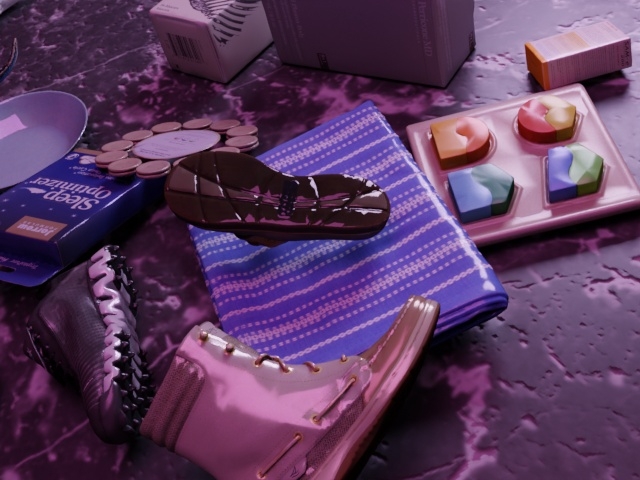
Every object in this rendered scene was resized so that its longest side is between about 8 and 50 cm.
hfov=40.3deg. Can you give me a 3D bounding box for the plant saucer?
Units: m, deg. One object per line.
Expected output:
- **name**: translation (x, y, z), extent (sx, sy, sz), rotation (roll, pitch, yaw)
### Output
- **plant saucer**: translation (-0.373, -0.112, 1.076), extent (0.195, 0.037, 0.195), rotation (-8, 45, 8)

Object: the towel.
- **towel**: translation (0.000, 0.000, 0.829), extent (0.243, 0.040, 0.336), rotation (-26, 44, -1)

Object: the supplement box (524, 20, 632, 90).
- **supplement box**: translation (0.282, -0.203, 0.959), extent (0.099, 0.036, 0.062), rotation (-15, 33, 2)

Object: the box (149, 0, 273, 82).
- **box**: translation (-0.090, -0.332, 1.169), extent (0.113, 0.094, 0.275), rotation (20, 55, 32)

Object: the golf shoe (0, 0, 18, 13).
- **golf shoe**: translation (-0.531, -0.352, 1.359), extent (0.186, 0.067, 0.086), rotation (-35, 75, -21)

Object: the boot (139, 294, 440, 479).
- **boot**: translation (-0.021, 0.101, 0.668), extent (0.165, 0.077, 0.213), rotation (31, 77, 18)

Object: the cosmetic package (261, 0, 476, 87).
- **cosmetic package**: translation (0.057, -0.273, 1.042), extent (0.238, 0.127, 0.107), rotation (16, 52, 32)

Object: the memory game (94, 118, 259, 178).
- **memory game**: translation (-0.159, -0.104, 0.977), extent (0.186, 0.012, 0.186), rotation (-5, 24, 2)

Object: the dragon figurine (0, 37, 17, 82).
- **dragon figurine**: translation (-0.507, -0.171, 1.089), extent (0.289, 0.085, 0.144), rotation (-26, 0, -9)

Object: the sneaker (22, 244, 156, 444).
- **sneaker**: translation (-0.214, 0.101, 0.785), extent (0.106, 0.078, 0.234), rotation (-22, 40, -1)

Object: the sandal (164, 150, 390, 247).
- **sandal**: translation (-0.043, -0.030, 0.822), extent (0.219, 0.060, 0.090), rotation (6, 53, 9)

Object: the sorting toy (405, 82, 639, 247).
- **sorting toy**: translation (0.195, -0.082, 0.868), extent (0.193, 0.038, 0.208), rotation (-14, 43, 4)

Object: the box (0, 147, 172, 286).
- **box**: translation (-0.275, -0.032, 0.925), extent (0.136, 0.036, 0.225), rotation (11, 35, 26)
